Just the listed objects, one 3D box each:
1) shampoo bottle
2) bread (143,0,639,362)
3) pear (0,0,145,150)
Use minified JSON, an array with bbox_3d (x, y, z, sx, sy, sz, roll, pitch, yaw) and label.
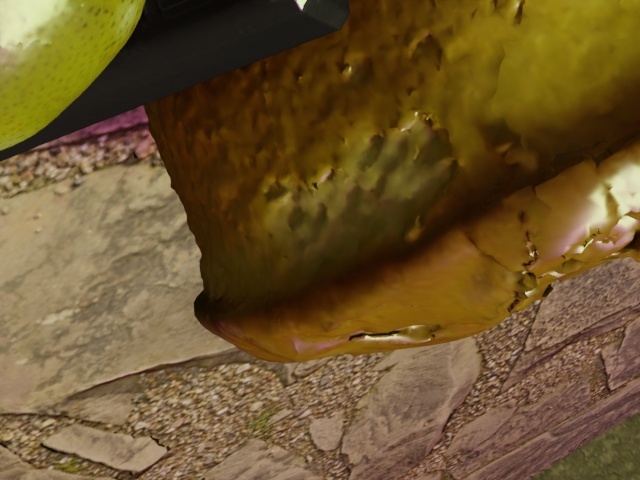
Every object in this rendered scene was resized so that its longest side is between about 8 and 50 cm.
[{"bbox_3d":[-0.078,-0.120,0.834,0.309,0.098,0.071,-19,164,22],"label":"shampoo bottle"},{"bbox_3d":[0.100,-0.081,0.996,0.398,0.215,0.398,-26,-176,2],"label":"bread"},{"bbox_3d":[-0.166,-0.120,0.723,0.198,0.198,0.198,-29,159,-12],"label":"pear"}]
